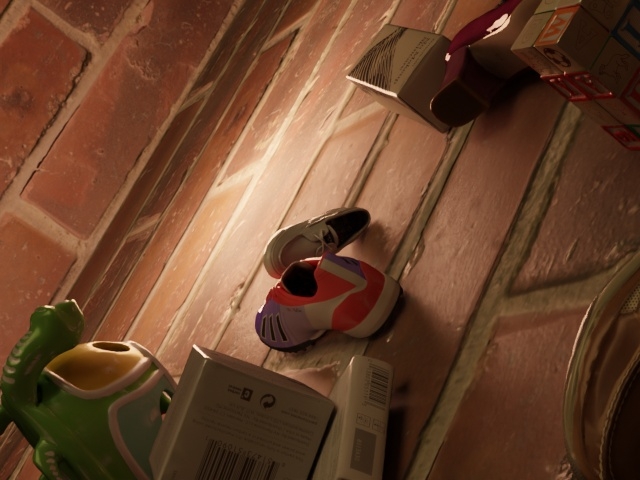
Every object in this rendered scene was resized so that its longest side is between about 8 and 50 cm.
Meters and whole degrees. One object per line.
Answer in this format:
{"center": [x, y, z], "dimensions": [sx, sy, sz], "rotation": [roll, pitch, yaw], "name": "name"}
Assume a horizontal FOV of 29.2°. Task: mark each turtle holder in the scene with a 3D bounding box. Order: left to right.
{"center": [-0.334, 0.239, 1.744], "dimensions": [0.227, 0.320, 0.243], "rotation": [-42, 10, -22], "name": "turtle holder"}

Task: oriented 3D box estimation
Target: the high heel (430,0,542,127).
{"center": [0.280, -0.281, 1.480], "dimensions": [0.377, 0.127, 0.181], "rotation": [-26, 27, 46], "name": "high heel"}

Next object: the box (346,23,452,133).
{"center": [0.135, -0.240, 1.783], "dimensions": [0.113, 0.094, 0.275], "rotation": [-54, 18, 1], "name": "box"}

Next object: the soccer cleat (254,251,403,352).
{"center": [-0.020, 0.072, 1.576], "dimensions": [0.318, 0.116, 0.108], "rotation": [-15, 43, 61], "name": "soccer cleat"}

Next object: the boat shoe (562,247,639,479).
{"center": [0.285, 0.049, 0.892], "dimensions": [0.324, 0.123, 0.116], "rotation": [-61, 22, -14], "name": "boat shoe"}

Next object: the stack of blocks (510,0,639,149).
{"center": [0.342, -0.257, 1.201], "dimensions": [0.297, 0.171, 0.087], "rotation": [-56, 19, -8], "name": "stack of blocks"}

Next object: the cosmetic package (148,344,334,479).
{"center": [-0.093, 0.215, 1.364], "dimensions": [0.184, 0.151, 0.151], "rotation": [-179, 110, -79], "name": "cosmetic package"}

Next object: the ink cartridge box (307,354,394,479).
{"center": [0.007, 0.259, 1.328], "dimensions": [0.181, 0.056, 0.224], "rotation": [-79, 12, -51], "name": "ink cartridge box"}

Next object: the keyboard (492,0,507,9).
{"center": [0.279, -0.337, 1.719], "dimensions": [0.180, 0.023, 0.108], "rotation": [-46, 21, 25], "name": "keyboard"}

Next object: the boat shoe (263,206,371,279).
{"center": [0.000, 0.000, 1.668], "dimensions": [0.184, 0.066, 0.063], "rotation": [-22, 4, -44], "name": "boat shoe"}
